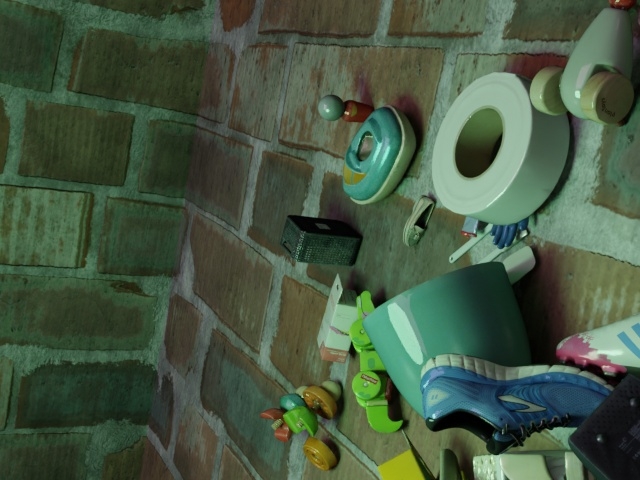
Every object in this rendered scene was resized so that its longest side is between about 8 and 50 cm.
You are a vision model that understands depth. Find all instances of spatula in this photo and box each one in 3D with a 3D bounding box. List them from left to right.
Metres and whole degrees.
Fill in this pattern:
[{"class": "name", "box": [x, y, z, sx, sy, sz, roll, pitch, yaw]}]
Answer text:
[{"class": "spatula", "box": [0.341, 0.038, 1.697, 0.242, 0.019, 0.168, -48, 45, 48]}]

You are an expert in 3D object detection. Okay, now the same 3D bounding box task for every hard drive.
[{"class": "hard drive", "box": [0.484, 0.321, 1.159, 0.255, 0.172, 0.054, 40, 150, 25]}]

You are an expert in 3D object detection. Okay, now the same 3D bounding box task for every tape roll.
[{"class": "tape roll", "box": [0.340, -0.176, 1.616, 0.286, 0.100, 0.286, -36, 47, 50]}]

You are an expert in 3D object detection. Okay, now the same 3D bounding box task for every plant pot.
[{"class": "plant pot", "box": [0.256, 0.208, 1.563, 0.293, 0.293, 0.235, -45, 61, 50]}]

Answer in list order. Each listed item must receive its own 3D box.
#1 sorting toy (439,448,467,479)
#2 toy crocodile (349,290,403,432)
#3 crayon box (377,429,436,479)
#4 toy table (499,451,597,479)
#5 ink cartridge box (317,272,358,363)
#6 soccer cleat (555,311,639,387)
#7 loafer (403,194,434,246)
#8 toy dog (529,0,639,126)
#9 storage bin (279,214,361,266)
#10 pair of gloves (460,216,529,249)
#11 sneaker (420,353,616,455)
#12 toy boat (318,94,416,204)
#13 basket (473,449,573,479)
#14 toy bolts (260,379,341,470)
[{"class": "sorting toy", "box": [0.271, 0.493, 1.511, 0.307, 0.041, 0.229, -42, -68, -79]}, {"class": "toy crocodile", "box": [0.127, 0.284, 1.967, 0.115, 0.105, 0.340, 72, -167, -63]}, {"class": "crayon box", "box": [0.214, 0.551, 1.618, 0.083, 0.203, 0.323, -29, 36, 4]}, {"class": "toy table", "box": [0.411, 0.412, 1.292, 0.252, 0.274, 0.160, 56, -145, -71]}, {"class": "ink cartridge box", "box": [0.051, 0.195, 2.126, 0.115, 0.067, 0.198, -105, 29, -68]}, {"class": "soccer cleat", "box": [0.508, 0.157, 1.295, 0.331, 0.116, 0.143, -6, 58, 63]}, {"class": "loafer", "box": [0.224, -0.040, 1.907, 0.039, 0.045, 0.125, 37, 114, 51]}, {"class": "toy dog", "box": [0.503, -0.317, 1.372, 0.333, 0.161, 0.220, -51, 37, 23]}, {"class": "storage bin", "box": [0.000, 0.000, 2.168, 0.122, 0.180, 0.084, 46, 124, 55]}, {"class": "pair of gloves", "box": [0.352, -0.068, 1.671, 0.198, 0.023, 0.159, 25, 99, 60]}, {"class": "sneaker", "box": [0.321, 0.281, 1.338, 0.129, 0.330, 0.147, 76, -158, -51]}, {"class": "toy boat", "box": [0.099, -0.244, 2.063, 0.267, 0.148, 0.318, -62, 36, 36]}, {"class": "basket", "box": [0.357, 0.420, 1.448, 0.103, 0.167, 0.113, 148, 123, -64]}, {"class": "toy bolts", "box": [-0.019, 0.470, 2.223, 0.229, 0.158, 0.218, -2, 124, 52]}]
